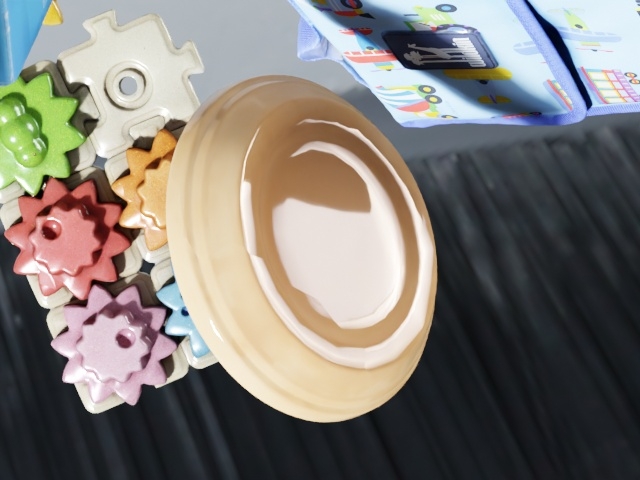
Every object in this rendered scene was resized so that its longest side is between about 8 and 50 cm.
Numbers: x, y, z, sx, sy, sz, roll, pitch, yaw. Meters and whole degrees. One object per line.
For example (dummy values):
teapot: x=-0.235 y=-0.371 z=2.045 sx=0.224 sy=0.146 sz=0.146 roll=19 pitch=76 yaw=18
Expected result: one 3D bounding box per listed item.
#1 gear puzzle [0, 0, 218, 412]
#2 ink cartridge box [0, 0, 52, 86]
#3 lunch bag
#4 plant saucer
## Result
gear puzzle: x=-0.149 y=-0.061 z=1.306 sx=0.175 sy=0.044 sz=0.339 roll=-23 pitch=95 yaw=4
ink cartridge box: x=-0.261 y=-0.244 z=0.977 sx=0.223 sy=0.129 sz=0.307 roll=4 pitch=125 yaw=6
lunch bag: x=0.116 y=-0.160 z=1.153 sx=0.293 sy=0.138 sz=0.221 roll=-11 pitch=154 yaw=23
plant saucer: x=0.000 y=0.000 z=1.079 sx=0.037 sy=0.200 sz=0.200 roll=-19 pitch=151 yaw=41
